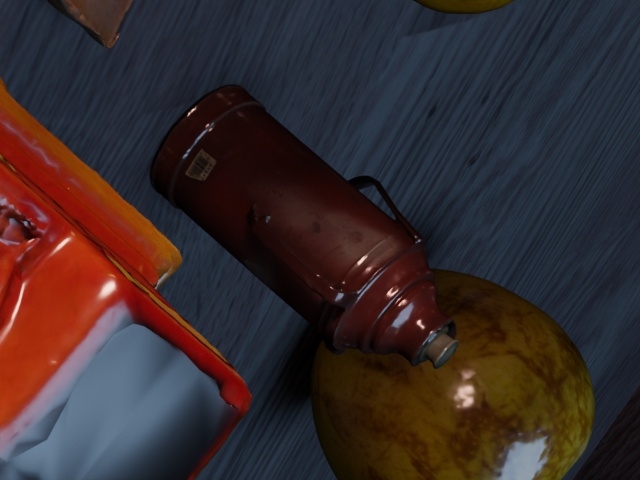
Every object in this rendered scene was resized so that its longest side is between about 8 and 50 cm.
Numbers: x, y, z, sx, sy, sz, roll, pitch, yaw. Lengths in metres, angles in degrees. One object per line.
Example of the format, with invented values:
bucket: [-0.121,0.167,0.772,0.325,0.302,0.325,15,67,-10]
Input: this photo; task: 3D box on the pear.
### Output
pear: [0.122,0.161,1.647,0.280,0.280,0.281,-42,159,-20]

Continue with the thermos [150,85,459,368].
thermos: [-0.002,0.003,1.133,0.099,0.232,0.124,-54,159,15]

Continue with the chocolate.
chocolate: [-0.124,-0.146,0.901,0.065,0.031,0.100,-66,165,-5]

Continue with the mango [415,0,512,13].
mango: [0.099,-0.236,1.087,0.144,0.112,0.219,-30,153,-20]

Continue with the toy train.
toy train: [-0.174,0.001,0.686,0.163,0.231,0.369,-49,137,-4]
